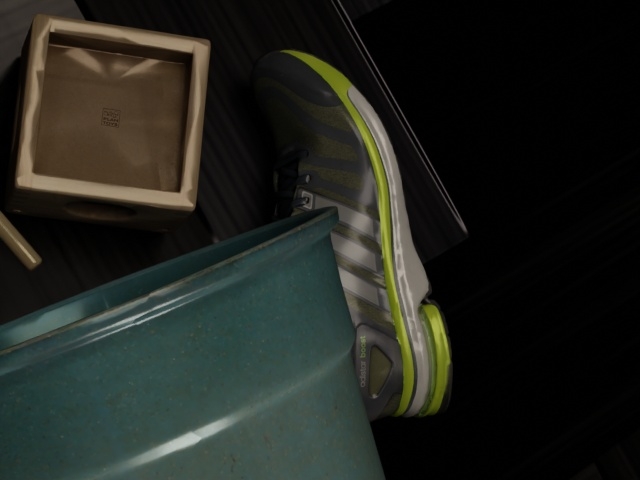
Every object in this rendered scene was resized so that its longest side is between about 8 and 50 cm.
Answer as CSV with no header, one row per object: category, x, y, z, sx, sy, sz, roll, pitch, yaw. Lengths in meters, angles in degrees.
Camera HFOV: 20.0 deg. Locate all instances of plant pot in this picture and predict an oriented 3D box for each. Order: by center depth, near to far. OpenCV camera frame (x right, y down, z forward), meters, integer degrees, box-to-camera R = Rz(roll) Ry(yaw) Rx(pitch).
plant pot,-0.091,0.193,1.140,0.341,0.341,0.334,-22,93,-29

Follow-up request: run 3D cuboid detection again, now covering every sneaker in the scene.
sneaker,0.000,0.000,1.349,0.121,0.111,0.300,-16,80,-24

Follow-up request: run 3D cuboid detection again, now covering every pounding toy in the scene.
pounding toy,-0.194,-0.059,1.286,0.206,0.094,0.181,7,77,-14
